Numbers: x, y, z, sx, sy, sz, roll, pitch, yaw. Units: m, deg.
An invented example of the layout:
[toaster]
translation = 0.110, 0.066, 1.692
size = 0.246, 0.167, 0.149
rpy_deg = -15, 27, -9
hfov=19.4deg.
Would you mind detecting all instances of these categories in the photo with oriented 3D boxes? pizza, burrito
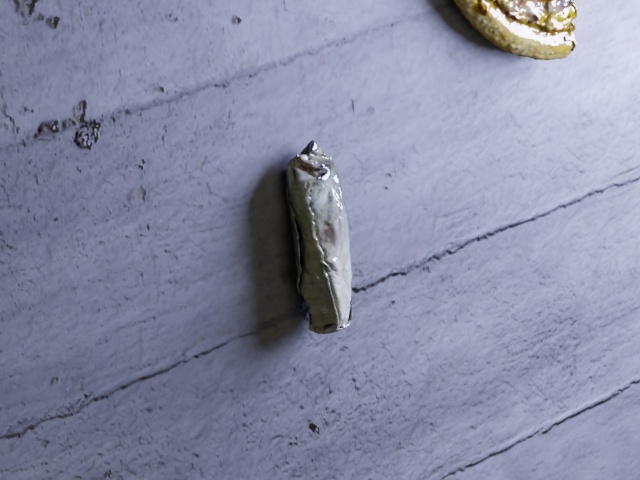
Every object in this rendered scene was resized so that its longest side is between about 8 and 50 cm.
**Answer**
[pizza]
translation = 0.171, -0.250, 1.699
size = 0.127, 0.058, 0.246
rpy_deg = -37, 130, -19
[burrito]
translation = -0.002, 0.000, 1.691
size = 0.058, 0.045, 0.188
rpy_deg = -38, 130, -50
